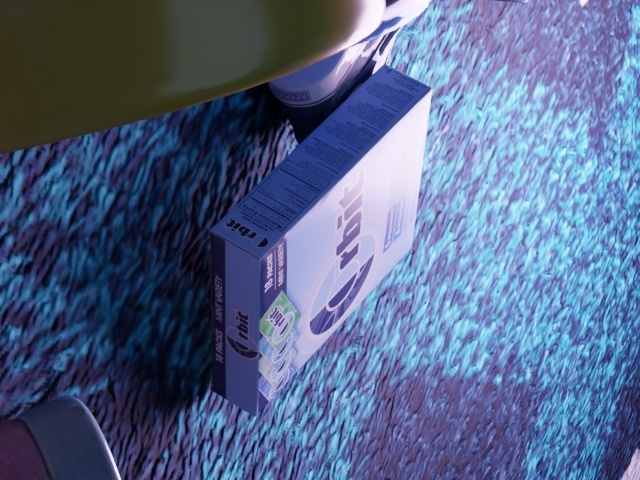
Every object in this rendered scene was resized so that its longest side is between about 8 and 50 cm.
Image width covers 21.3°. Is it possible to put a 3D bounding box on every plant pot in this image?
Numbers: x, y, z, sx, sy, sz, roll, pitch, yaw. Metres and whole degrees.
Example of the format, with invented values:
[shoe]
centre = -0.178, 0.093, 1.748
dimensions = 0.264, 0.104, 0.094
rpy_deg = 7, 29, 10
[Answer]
[plant pot]
centre = -0.122, -0.171, 0.639
dimensions = 0.254, 0.254, 0.239
rpy_deg = -34, 116, -53

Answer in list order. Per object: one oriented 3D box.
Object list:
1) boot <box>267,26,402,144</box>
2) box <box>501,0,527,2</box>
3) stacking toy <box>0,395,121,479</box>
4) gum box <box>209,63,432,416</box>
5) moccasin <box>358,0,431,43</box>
[boot]
centre = 0.026, -0.150, 1.118
dimensions = 0.190, 0.069, 0.086
rpy_deg = -56, 155, -19
[box]
centre = 0.168, -0.363, 1.265
dimensions = 0.242, 0.076, 0.307
rpy_deg = -45, 139, -46
[stacking toy]
centre = -0.096, 0.239, 0.781
dimensions = 0.130, 0.309, 0.279
rpy_deg = -12, 132, -22
[gum box]
centre = 0.000, 0.000, 1.093
dimensions = 0.184, 0.041, 0.157
rpy_deg = -45, 154, -34
[moccasin]
centre = -0.029, -0.161, 0.918
dimensions = 0.342, 0.138, 0.117
rpy_deg = -34, 127, -54
